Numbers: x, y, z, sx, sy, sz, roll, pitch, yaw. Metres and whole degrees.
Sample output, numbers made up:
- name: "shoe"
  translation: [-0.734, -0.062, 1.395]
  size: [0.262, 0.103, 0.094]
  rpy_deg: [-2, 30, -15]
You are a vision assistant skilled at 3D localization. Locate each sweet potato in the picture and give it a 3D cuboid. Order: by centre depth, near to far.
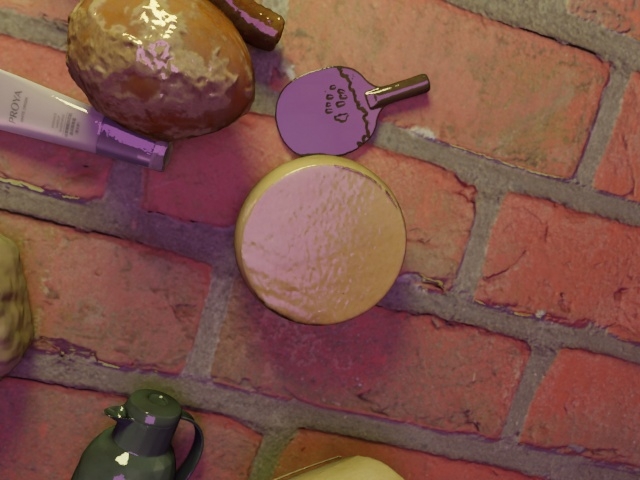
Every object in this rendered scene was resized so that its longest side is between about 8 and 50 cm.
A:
- name: "sweet potato"
  translation: [-0.205, -0.387, 0.684]
  size: [0.385, 0.109, 0.109]
  rpy_deg: [34, 94, -25]

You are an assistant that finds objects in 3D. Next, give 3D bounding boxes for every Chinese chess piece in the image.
- name: "Chinese chess piece"
  translation: [0.000, 0.000, 0.786]
  size: [0.251, 0.097, 0.250]
  rpy_deg: [-2, 102, -8]

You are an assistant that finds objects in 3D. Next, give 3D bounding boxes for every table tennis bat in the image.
- name: "table tennis bat"
  translation: [0.049, -0.199, 0.796]
  size: [0.235, 0.022, 0.131]
  rpy_deg: [-17, 101, -2]

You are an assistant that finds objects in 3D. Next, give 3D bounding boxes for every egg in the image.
- name: "egg"
  translation: [-0.193, -0.220, 0.667]
  size: [0.234, 0.195, 0.194]
  rpy_deg: [12, 99, -8]

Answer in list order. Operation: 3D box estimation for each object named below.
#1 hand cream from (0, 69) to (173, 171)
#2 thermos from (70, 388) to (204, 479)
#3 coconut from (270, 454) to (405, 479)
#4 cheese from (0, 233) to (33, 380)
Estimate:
- name: "hand cream"
  translation: [-0.332, -0.158, 0.733]
  size: [0.256, 0.048, 0.079]
  rpy_deg: [17, 99, -10]
- name: "thermos"
  translation: [-0.279, 0.364, 0.798]
  size: [0.182, 0.145, 0.286]
  rpy_deg: [21, 97, -43]
- name: "coconut"
  translation: [0.012, 0.474, 0.766]
  size: [0.323, 0.323, 0.322]
  rpy_deg: [-1, 101, -8]
- name: "cheese"
  translation: [-0.563, 0.092, 0.716]
  size: [0.326, 0.115, 0.318]
  rpy_deg: [41, 93, -11]
